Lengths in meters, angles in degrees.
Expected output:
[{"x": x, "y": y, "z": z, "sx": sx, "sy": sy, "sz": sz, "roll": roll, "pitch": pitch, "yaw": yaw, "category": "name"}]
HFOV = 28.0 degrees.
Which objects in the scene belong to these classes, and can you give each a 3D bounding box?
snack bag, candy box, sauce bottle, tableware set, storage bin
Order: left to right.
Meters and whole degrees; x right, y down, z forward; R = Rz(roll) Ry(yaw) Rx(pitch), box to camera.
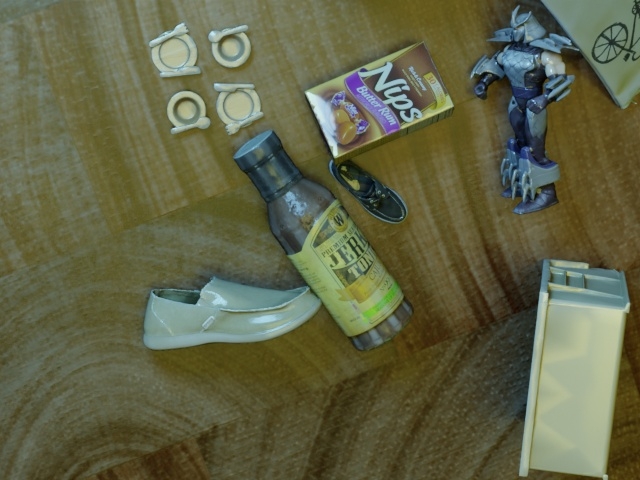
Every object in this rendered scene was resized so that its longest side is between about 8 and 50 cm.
[{"x": -0.161, "y": -0.228, "z": 1.823, "sx": 0.141, "sy": 0.020, "sz": 0.168, "roll": -12, "pitch": 102, "yaw": -4, "category": "tableware set"}, {"x": 0.000, "y": 0.000, "z": 1.843, "sx": 0.111, "sy": 0.111, "sz": 0.344, "roll": -37, "pitch": 105, "yaw": 2, "category": "sauce bottle"}, {"x": 0.083, "y": -0.195, "z": 1.825, "sx": 0.187, "sy": 0.053, "sz": 0.109, "roll": -24, "pitch": 80, "yaw": -3, "category": "candy box"}, {"x": 0.365, "y": 0.179, "z": 1.854, "sx": 0.123, "sy": 0.260, "sz": 0.262, "roll": 6, "pitch": 101, "yaw": 10, "category": "storage bin"}, {"x": 0.462, "y": -0.384, "z": 1.778, "sx": 0.323, "sy": 0.037, "sz": 0.342, "roll": -48, "pitch": 137, "yaw": 4, "category": "snack bag"}]

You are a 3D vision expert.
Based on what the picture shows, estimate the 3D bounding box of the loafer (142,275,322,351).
[{"x": -0.133, "y": 0.096, "z": 1.836, "sx": 0.268, "sy": 0.102, "sz": 0.092, "roll": -10, "pitch": 102, "yaw": 9, "category": "loafer"}]

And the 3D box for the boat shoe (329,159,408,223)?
[{"x": 0.070, "y": -0.070, "z": 1.873, "sx": 0.142, "sy": 0.040, "sz": 0.049, "roll": 38, "pitch": 95, "yaw": -12, "category": "boat shoe"}]

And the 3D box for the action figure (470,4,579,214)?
[{"x": 0.291, "y": -0.190, "z": 1.812, "sx": 0.099, "sy": 0.185, "sz": 0.285, "roll": -13, "pitch": 111, "yaw": -17, "category": "action figure"}]
